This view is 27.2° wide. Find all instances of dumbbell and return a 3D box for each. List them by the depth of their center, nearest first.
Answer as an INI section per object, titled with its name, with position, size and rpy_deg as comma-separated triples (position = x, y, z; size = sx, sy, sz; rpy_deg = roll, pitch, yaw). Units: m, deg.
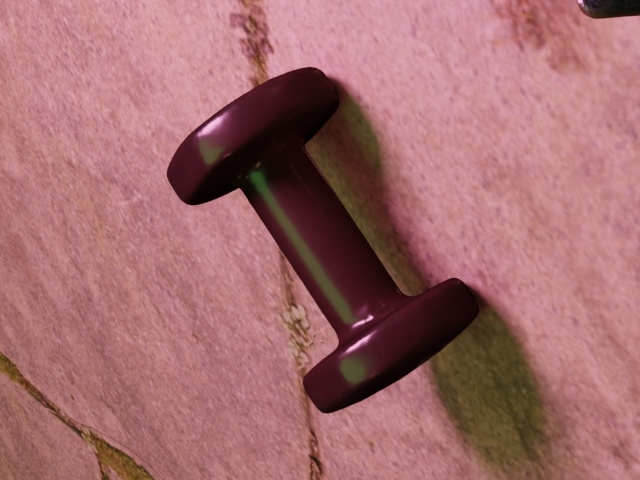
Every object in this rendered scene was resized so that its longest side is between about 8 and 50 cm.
[dumbbell]
position = 0.000, 0.000, 0.937
size = 0.225, 0.124, 0.140
rpy_deg = 57, 150, 5

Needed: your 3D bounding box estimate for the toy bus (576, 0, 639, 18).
[toy bus]
position = 0.155, -0.172, 0.398
size = 0.275, 0.138, 0.167
rpy_deg = 103, 162, -84
